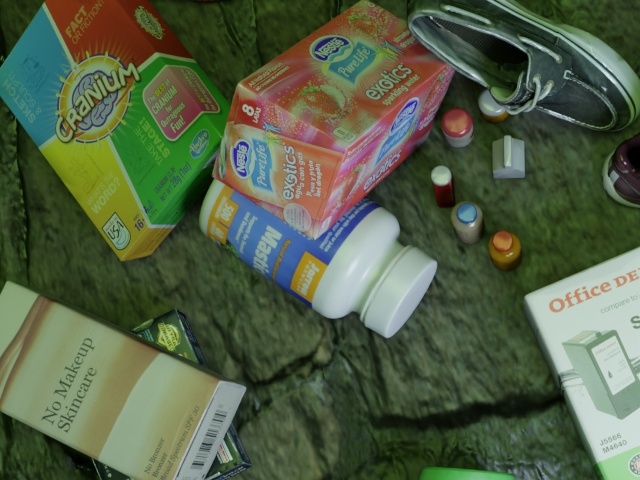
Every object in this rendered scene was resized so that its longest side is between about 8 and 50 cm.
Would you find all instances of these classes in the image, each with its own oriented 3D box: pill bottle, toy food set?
[{"bbox_3d":[0.000,0.000,1.623,0.272,0.152,0.152,34,86,15],"label":"pill bottle"},{"bbox_3d":[0.195,-0.084,1.632,0.111,0.104,0.232,0,79,9],"label":"toy food set"}]

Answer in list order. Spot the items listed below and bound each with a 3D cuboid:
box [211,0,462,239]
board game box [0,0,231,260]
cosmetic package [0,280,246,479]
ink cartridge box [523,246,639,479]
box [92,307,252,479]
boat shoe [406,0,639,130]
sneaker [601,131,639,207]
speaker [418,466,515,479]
[{"bbox_3d":[0.023,-0.153,1.573,0.154,0.142,0.300,32,40,15],"label":"box"},{"bbox_3d":[-0.261,-0.170,1.690,0.316,0.064,0.242,51,121,15],"label":"board game box"},{"bbox_3d":[-0.260,0.177,1.589,0.296,0.129,0.153,22,84,15],"label":"cosmetic package"},{"bbox_3d":[0.379,0.155,1.547,0.198,0.115,0.272,-24,76,4],"label":"ink cartridge box"},{"bbox_3d":[-0.211,0.220,1.665,0.175,0.051,0.220,-27,75,3],"label":"box"},{"bbox_3d":[0.236,-0.207,1.591,0.335,0.121,0.119,28,55,-12],"label":"boat shoe"},{"bbox_3d":[0.476,-0.085,1.555,0.282,0.162,0.106,-2,78,10],"label":"sneaker"},{"bbox_3d":[0.161,0.413,1.524,0.131,0.131,0.296,3,79,10],"label":"speaker"}]
